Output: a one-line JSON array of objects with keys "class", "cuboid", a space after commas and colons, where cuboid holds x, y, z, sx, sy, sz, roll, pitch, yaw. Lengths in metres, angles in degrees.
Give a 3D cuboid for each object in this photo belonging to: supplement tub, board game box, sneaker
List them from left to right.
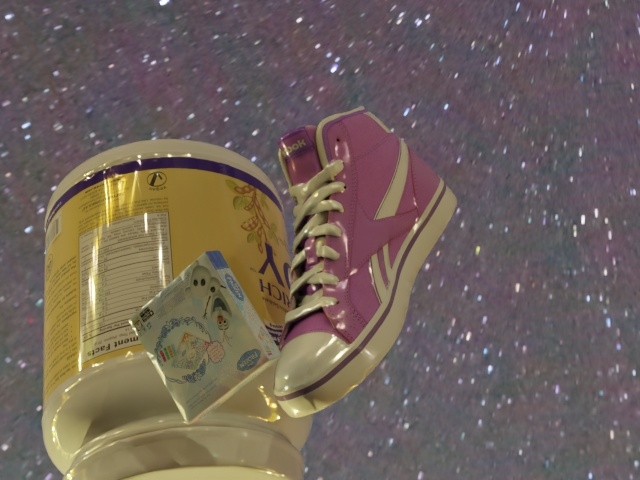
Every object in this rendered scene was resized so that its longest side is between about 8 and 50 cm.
[{"class": "supplement tub", "cuboid": [-0.136, 0.097, 0.949, 0.241, 0.331, 0.241, -7, -34, -5]}, {"class": "board game box", "cuboid": [-0.083, 0.069, 0.719, 0.090, 0.020, 0.090, -39, -107, 27]}, {"class": "sneaker", "cuboid": [-0.001, 0.000, 0.820, 0.102, 0.282, 0.161, -25, -65, 40]}]
